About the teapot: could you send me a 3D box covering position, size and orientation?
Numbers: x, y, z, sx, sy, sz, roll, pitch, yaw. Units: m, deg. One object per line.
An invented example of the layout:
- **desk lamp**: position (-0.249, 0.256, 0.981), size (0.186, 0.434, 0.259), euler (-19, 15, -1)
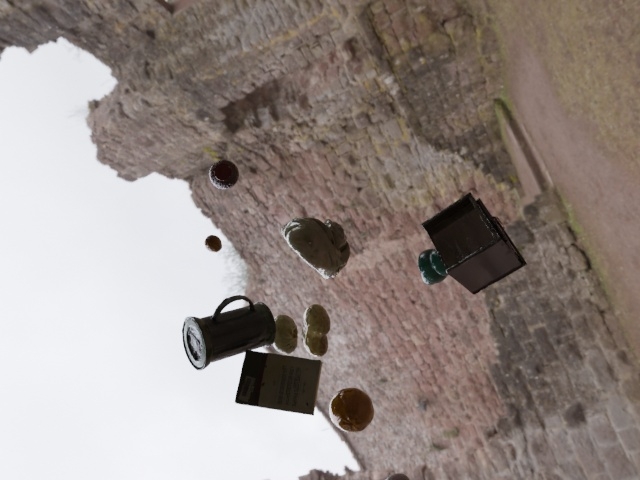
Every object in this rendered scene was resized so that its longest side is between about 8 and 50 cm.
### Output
- **teapot**: position (-0.328, 0.326, 1.866), size (0.337, 0.270, 0.200), euler (-9, -150, -38)

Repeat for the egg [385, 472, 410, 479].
- **egg**: position (0.303, 0.986, 1.954), size (0.135, 0.103, 0.103), euler (-20, -94, -35)

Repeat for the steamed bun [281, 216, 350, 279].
- **steamed bun**: position (0.000, 0.000, 2.023), size (0.280, 0.207, 0.268), euler (43, -178, -32)

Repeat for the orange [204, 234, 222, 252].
- **orange**: position (-0.472, 0.016, 2.163), size (0.085, 0.085, 0.085), euler (55, -159, -33)

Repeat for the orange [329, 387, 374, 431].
- **orange**: position (0.109, 0.596, 1.718), size (0.158, 0.159, 0.136), euler (63, -171, -10)

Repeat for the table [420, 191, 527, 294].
- **table**: position (0.405, 0.008, 1.293), size (0.193, 0.173, 0.169), euler (33, -151, -47)

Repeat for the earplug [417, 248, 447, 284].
- **earplug**: position (0.551, 0.108, 2.276), size (0.258, 0.280, 0.163), euler (-15, -101, -29)

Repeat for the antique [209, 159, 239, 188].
- **antique**: position (-0.325, -0.223, 1.660), size (0.104, 0.104, 0.104), euler (55, -159, -33)

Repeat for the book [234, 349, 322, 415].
- **book**: position (-0.150, 0.512, 1.781), size (0.026, 0.290, 0.201), euler (90, -170, -64)

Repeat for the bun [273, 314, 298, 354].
- **bun**: position (-0.181, 0.514, 2.709), size (0.222, 0.128, 0.222), euler (33, -131, -47)

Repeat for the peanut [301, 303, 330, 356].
- **peanut**: position (-0.023, 0.462, 2.501), size (0.147, 0.147, 0.305), euler (-74, -8, -64)
